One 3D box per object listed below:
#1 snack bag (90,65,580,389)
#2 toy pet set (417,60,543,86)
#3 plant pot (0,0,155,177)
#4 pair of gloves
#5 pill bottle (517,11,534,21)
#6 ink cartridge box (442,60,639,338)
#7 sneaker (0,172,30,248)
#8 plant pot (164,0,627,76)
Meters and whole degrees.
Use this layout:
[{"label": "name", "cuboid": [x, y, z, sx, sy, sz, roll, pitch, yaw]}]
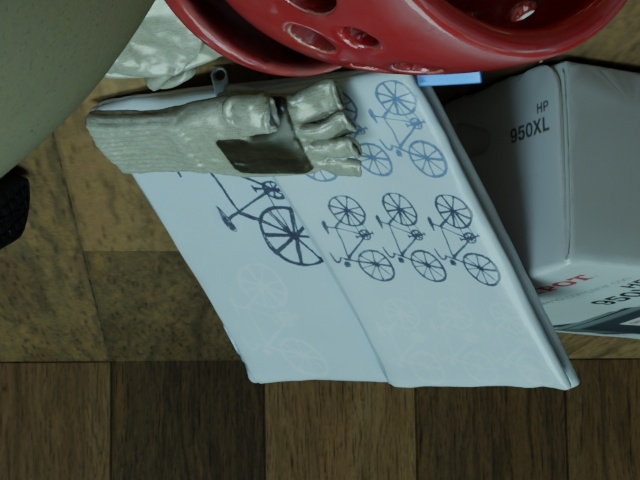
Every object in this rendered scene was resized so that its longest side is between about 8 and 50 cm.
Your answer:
[{"label": "snack bag", "cuboid": [0.000, 0.000, 1.529, 0.342, 0.037, 0.323, -1, 131, 39]}, {"label": "toy pet set", "cuboid": [0.118, -0.137, 1.276, 0.114, 0.065, 0.122, -3, 169, 10]}, {"label": "plant pot", "cuboid": [-0.161, -0.145, 0.762, 0.191, 0.284, 0.284, -20, -179, -32]}, {"label": "pair of gloves", "cuboid": [-0.084, -0.105, 1.339, 0.204, 0.042, 0.240, -2, 151, 13]}, {"label": "pill bottle", "cuboid": [0.020, -0.163, 1.017, 0.193, 0.108, 0.108, 4, 168, -22]}, {"label": "ink cartridge box", "cuboid": [0.278, -0.018, 1.647, 0.395, 0.166, 0.285, 6, 166, -29]}, {"label": "sneaker", "cuboid": [-0.337, -0.022, 1.737, 0.097, 0.084, 0.234, 10, -175, 10]}, {"label": "plant pot", "cuboid": [0.022, -0.163, 0.829, 0.191, 0.191, 0.174, 8, 174, -41]}]
